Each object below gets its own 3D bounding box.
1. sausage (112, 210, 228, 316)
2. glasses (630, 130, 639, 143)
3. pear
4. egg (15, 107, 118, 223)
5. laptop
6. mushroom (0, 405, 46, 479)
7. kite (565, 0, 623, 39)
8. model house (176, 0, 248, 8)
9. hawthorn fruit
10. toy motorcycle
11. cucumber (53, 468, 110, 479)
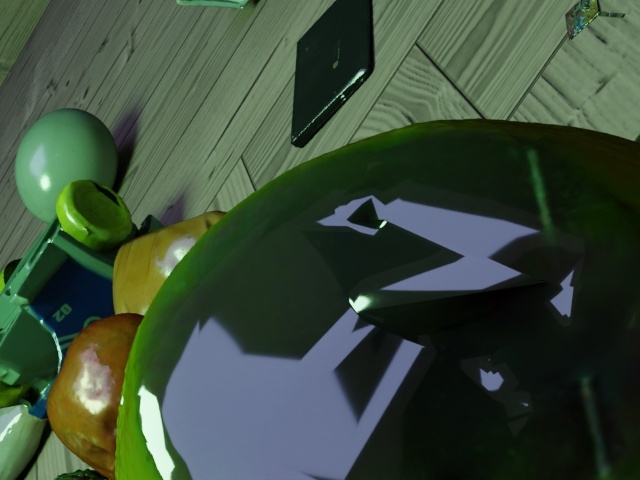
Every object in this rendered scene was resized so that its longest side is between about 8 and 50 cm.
[{"bbox_3d":[-0.139,0.045,1.400,0.241,0.120,0.136,-26,76,57],"label":"sausage"},{"bbox_3d":[0.290,-0.078,0.761,0.220,0.088,0.189,-2,61,41],"label":"glasses"},{"bbox_3d":[0.070,0.078,0.609,0.399,0.165,0.399,-10,54,14],"label":"pear"},{"bbox_3d":[-0.376,-0.109,2.011,0.149,0.149,0.192,-41,33,40],"label":"egg"},{"bbox_3d":[0.012,-0.204,1.488,0.135,0.016,0.197,-44,30,33],"label":"laptop"},{"bbox_3d":[-0.455,0.333,1.777,0.351,0.097,0.109,-60,24,-1],"label":"mushroom"},{"bbox_3d":[0.210,-0.173,1.064,0.044,0.002,0.078,-54,24,19],"label":"kite"},{"bbox_3d":[-0.147,-0.456,1.834,0.198,0.215,0.224,-20,38,12],"label":"model house"},{"bbox_3d":[-0.129,0.175,1.274,0.285,0.165,0.165,22,84,34],"label":"hawthorn fruit"},{"bbox_3d":[-0.294,0.101,1.595,0.191,0.200,0.326,-46,17,34],"label":"toy motorcycle"},{"bbox_3d":[-0.330,0.340,1.528,0.359,0.096,0.096,-33,37,44],"label":"cucumber"}]
